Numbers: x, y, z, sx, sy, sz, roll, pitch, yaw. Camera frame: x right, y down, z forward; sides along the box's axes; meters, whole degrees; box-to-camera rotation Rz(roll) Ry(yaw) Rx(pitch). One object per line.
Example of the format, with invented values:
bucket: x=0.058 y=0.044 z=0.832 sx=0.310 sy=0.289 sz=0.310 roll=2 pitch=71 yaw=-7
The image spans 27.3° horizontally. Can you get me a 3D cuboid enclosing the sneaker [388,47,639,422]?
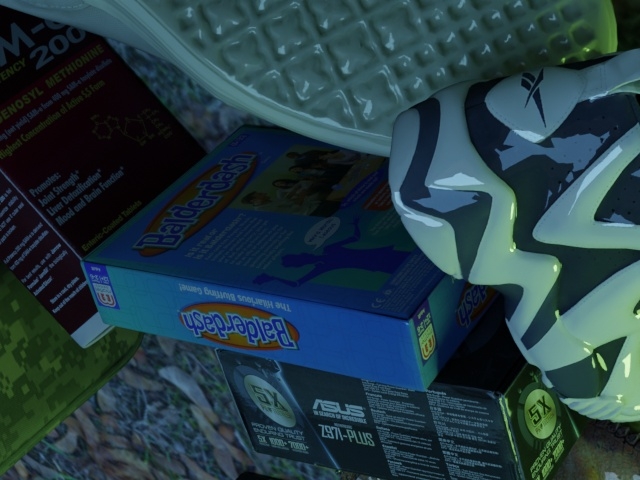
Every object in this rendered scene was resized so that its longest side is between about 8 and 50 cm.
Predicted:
sneaker: x=0.154 y=-0.004 z=0.574 sx=0.153 sy=0.094 sz=0.235 roll=-22 pitch=129 yaw=32

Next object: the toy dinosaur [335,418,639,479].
toy dinosaur: x=0.118 y=0.147 z=0.785 sx=0.295 sy=0.127 sz=0.200 roll=-20 pitch=81 yaw=31

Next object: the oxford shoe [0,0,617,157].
oxford shoe: x=-0.062 y=-0.158 z=0.680 sx=0.449 sy=0.169 sz=0.130 roll=21 pitch=177 yaw=14

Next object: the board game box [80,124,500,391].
board game box: x=0.000 y=0.000 z=0.721 sx=0.210 sy=0.160 sz=0.047 roll=9 pitch=128 yaw=34

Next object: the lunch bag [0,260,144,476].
lunch bag: x=-0.311 y=0.059 z=0.915 sx=0.256 sy=0.305 sz=0.212 roll=-5 pitch=116 yaw=36

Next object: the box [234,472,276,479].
box: x=0.018 y=0.241 z=0.943 sx=0.244 sy=0.100 sz=0.060 roll=5 pitch=126 yaw=36

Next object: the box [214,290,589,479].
box: x=0.060 y=0.058 z=0.729 sx=0.180 sy=0.147 sz=0.077 roll=6 pitch=126 yaw=36

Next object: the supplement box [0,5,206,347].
supplement box: x=-0.176 y=-0.067 z=0.829 sx=0.239 sy=0.130 sz=0.073 roll=48 pitch=138 yaw=-5
